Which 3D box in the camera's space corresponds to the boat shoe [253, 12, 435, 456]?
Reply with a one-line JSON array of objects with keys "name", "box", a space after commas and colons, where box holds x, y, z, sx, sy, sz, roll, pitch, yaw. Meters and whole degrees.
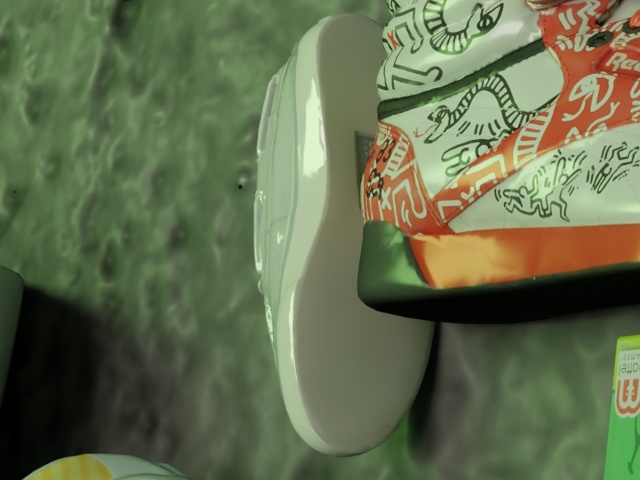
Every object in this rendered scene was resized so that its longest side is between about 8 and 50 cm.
[{"name": "boat shoe", "box": [0.000, 0.000, 0.741, 0.063, 0.066, 0.184, -32, 57, 54]}]

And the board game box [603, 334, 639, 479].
[{"name": "board game box", "box": [0.122, 0.119, 0.560, 0.092, 0.043, 0.181, 163, 116, -68]}]

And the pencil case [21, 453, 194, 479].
[{"name": "pencil case", "box": [-0.023, 0.155, 0.678, 0.273, 0.113, 0.124, 7, 74, 48]}]

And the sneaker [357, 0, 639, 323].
[{"name": "sneaker", "box": [0.115, -0.053, 0.608, 0.270, 0.090, 0.145, -8, 75, 49]}]

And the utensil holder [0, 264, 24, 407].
[{"name": "utensil holder", "box": [-0.328, 0.166, 0.852, 0.327, 0.327, 0.385, 8, 82, 48]}]
